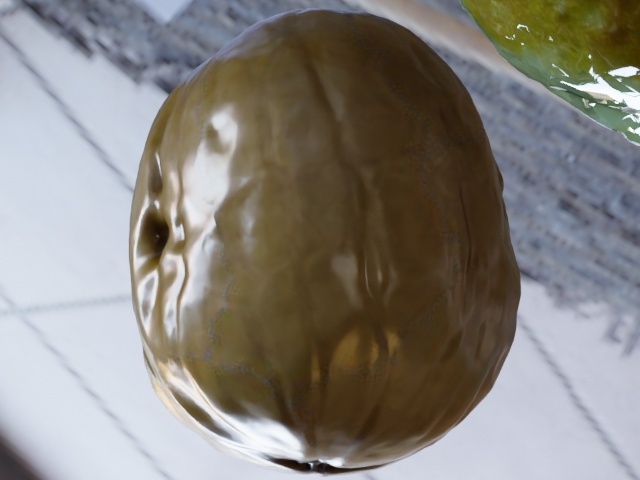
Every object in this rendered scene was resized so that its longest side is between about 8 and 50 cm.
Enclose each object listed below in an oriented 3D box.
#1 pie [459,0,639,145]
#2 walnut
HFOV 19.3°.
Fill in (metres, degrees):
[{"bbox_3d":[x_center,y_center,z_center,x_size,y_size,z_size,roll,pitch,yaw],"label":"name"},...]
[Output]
[{"bbox_3d":[0.139,-0.151,0.617,0.257,0.105,0.274,51,133,5],"label":"pie"},{"bbox_3d":[0.000,0.000,0.892,0.195,0.222,0.195,-7,170,-1],"label":"walnut"}]
